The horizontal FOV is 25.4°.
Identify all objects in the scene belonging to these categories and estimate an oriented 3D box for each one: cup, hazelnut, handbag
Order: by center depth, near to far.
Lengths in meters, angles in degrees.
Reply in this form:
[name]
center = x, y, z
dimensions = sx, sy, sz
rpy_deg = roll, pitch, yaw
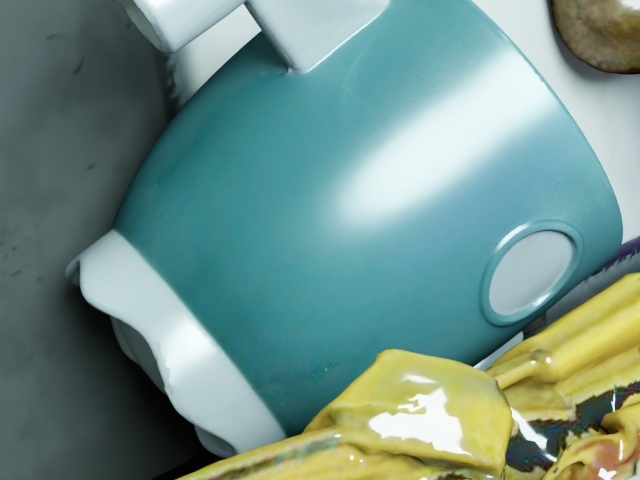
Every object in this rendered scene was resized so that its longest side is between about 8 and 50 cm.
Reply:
[handbag]
center = 0.064, 0.123, 0.555
dimensions = 0.401, 0.133, 0.283
rpy_deg = -16, 149, -34
[cup]
center = 0.000, 0.000, 0.557
dimensions = 0.173, 0.167, 0.299
rpy_deg = -40, 136, -10
[hazelnut]
center = 0.155, -0.126, 0.710
dimensions = 0.086, 0.086, 0.086
rpy_deg = -9, 104, -37

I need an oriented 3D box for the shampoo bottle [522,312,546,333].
[shampoo bottle]
center = 0.077, -0.008, 0.698
dimensions = 0.048, 0.027, 0.137
rpy_deg = -45, 123, -21
